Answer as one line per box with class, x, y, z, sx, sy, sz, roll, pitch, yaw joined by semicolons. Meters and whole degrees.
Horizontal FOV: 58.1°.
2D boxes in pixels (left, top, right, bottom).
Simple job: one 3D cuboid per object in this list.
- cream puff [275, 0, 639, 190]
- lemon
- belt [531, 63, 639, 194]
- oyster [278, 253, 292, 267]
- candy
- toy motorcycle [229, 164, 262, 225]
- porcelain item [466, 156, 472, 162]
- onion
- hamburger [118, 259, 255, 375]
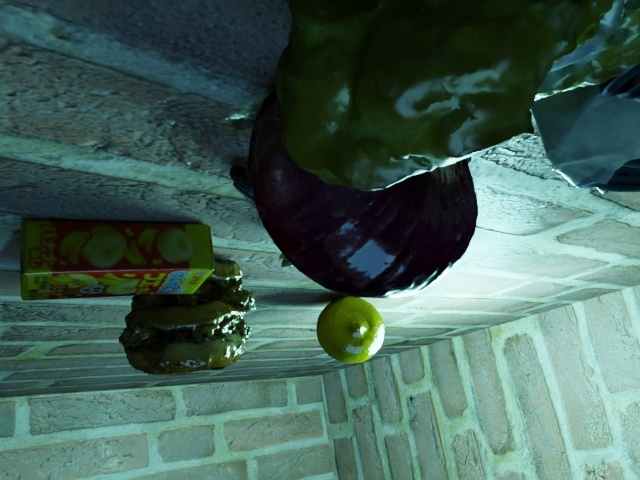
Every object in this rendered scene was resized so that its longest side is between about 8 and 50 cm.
cream puff;0.087;-0.158;0.408;0.282;0.185;0.282;-23;-172;4
lemon;0.081;0.243;1.571;0.187;0.186;0.244;-8;163;-5
belt;0.393;-0.193;0.479;0.437;0.173;0.300;-25;147;30
oyster;0.001;-0.002;1.031;0.166;0.053;0.108;-26;166;23
candy;-0.323;0.033;0.916;0.276;0.088;0.146;0;158;-29
toy motorcycle;-0.030;-0.030;0.803;0.074;0.151;0.229;-48;145;8
porcelain item;0.195;-0.128;0.788;0.036;0.028;0.083;-10;160;10
onion;0.051;-0.051;0.644;0.256;0.230;0.272;-3;167;-16
hamburger;-0.269;0.149;1.112;0.245;0.211;0.260;-12;166;24
